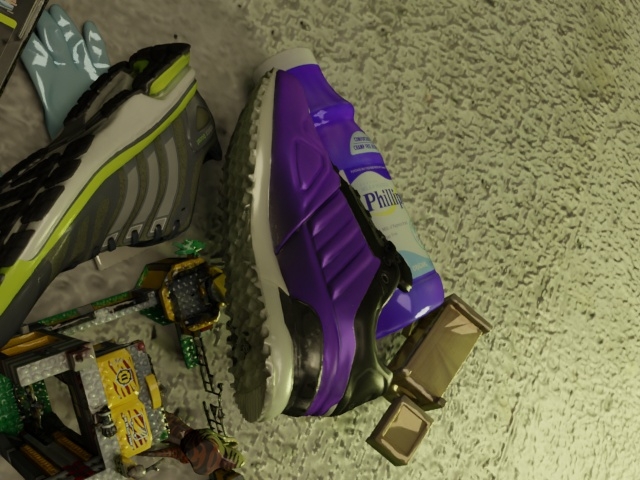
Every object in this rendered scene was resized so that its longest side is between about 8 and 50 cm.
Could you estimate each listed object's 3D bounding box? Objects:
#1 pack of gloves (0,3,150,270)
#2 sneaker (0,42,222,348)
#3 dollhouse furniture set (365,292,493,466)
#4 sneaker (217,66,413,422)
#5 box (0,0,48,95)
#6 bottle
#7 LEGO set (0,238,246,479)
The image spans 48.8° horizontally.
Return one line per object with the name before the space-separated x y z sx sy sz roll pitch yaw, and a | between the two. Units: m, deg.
pack of gloves | -0.230 -0.073 0.565 0.195 0.046 0.232 -27 105 -33
sneaker | -0.161 -0.026 0.541 0.121 0.111 0.300 57 48 -34
dollhouse furniture set | 0.060 0.120 0.766 0.161 0.101 0.182 41 64 -1
sneaker | 0.000 0.001 0.581 0.146 0.102 0.294 5 67 -22
box | -0.337 -0.170 0.460 0.270 0.060 0.217 25 74 -25
bottle | 0.020 -0.047 0.683 0.118 0.092 0.283 -12 76 -62
LEGO set | -0.120 0.168 0.547 0.254 0.192 0.332 -8 93 -36
